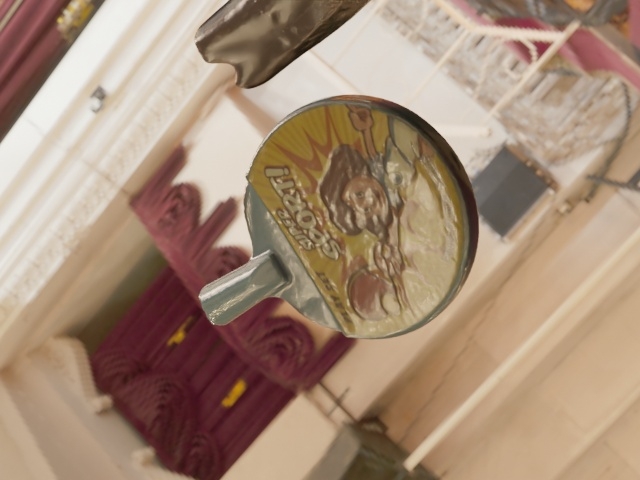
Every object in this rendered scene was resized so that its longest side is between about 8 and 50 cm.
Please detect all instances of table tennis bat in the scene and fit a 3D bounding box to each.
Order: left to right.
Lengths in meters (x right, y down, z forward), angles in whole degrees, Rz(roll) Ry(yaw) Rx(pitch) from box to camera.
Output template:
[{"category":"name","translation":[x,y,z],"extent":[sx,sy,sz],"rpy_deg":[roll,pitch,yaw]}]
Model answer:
[{"category":"table tennis bat","translation":[0.000,0.000,0.429],"extent":[0.019,0.155,0.100],"rpy_deg":[-34,-87,-48]}]

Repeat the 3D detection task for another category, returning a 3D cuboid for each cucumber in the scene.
[{"category":"cucumber","translation":[0.010,-0.090,0.311],"extent":[0.033,0.135,0.034],"rpy_deg":[50,-152,-4]}]
